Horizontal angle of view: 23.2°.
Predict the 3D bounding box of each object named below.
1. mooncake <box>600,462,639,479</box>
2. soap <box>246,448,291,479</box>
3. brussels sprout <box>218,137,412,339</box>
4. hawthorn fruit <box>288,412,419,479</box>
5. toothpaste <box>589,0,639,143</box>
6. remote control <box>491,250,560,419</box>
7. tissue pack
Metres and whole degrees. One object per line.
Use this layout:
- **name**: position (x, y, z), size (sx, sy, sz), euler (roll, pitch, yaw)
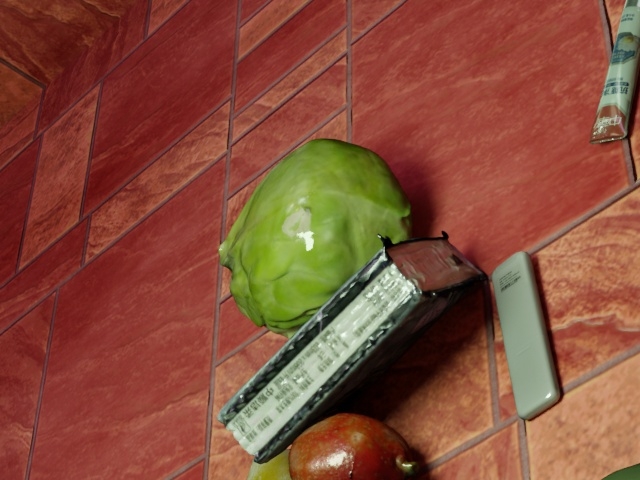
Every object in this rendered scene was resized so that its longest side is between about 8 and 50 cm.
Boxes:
- **mooncake**: position (0.373, 0.359, 1.412), size (0.187, 0.351, 0.351), euler (-17, 49, 46)
- **soap**: position (-0.057, 0.428, 2.219), size (0.160, 0.080, 0.257), euler (-21, 45, 47)
- **brussels sprout**: position (0.000, 0.000, 2.385), size (0.328, 0.247, 0.328), euler (-56, 17, 28)
- **hawthorn fruit**: position (0.052, 0.313, 2.099), size (0.188, 0.169, 0.169), euler (-9, 52, 25)
- **toothpaste**: position (0.423, -0.239, 2.180), size (0.062, 0.039, 0.239), euler (-7, 58, 45)
- **remote control**: position (0.273, 0.124, 2.075), size (0.067, 0.029, 0.261), euler (-38, 37, 29)
- **tissue pack**: position (0.042, 0.145, 2.180), size (0.361, 0.259, 0.122), euler (-46, 76, 19)
